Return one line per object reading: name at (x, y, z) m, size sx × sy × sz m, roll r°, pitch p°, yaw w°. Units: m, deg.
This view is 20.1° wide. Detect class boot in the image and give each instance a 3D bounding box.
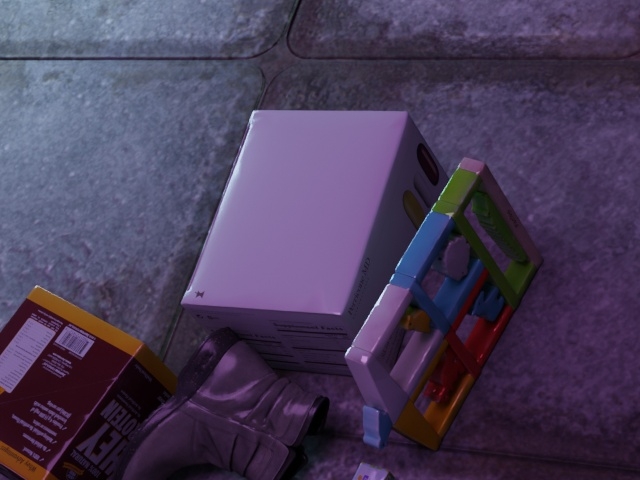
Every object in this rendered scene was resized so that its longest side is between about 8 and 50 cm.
boot at (-0.110, 0.229, 1.939) m, size 0.161 × 0.083 × 0.246 m, roll 39°, pitch 105°, yaw 15°

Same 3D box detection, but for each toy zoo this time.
toy zoo at (0.121, 0.086, 1.851) m, size 0.030 × 0.192 × 0.293 m, roll 18°, pitch 68°, yaw 36°

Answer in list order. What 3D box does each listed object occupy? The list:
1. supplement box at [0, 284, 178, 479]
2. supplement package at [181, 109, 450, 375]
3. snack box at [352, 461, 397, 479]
supplement box at (-0.287, 0.190, 2.036) m, size 0.191 × 0.129 × 0.194 m, roll 24°, pitch 72°, yaw 37°
supplement package at (0.000, 0.000, 2.007) m, size 0.204 × 0.145 × 0.262 m, roll 3°, pitch 60°, yaw 30°
snack box at (0.041, 0.305, 1.801) m, size 0.037 × 0.100 × 0.141 m, roll 15°, pitch 66°, yaw 35°
